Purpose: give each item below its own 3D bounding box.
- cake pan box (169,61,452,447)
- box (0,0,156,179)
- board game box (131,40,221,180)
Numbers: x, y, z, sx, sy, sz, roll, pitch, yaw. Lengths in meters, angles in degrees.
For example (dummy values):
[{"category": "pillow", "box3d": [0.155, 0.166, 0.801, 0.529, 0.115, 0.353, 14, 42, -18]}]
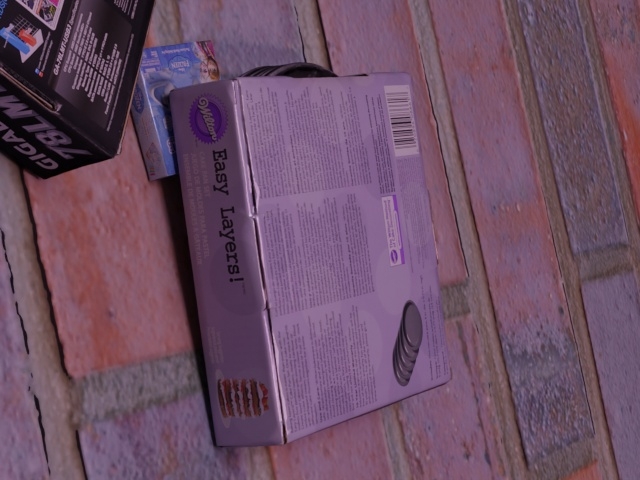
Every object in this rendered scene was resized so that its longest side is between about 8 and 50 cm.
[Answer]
[{"category": "cake pan box", "box3d": [0.000, 0.000, 1.127, 0.246, 0.070, 0.267, -14, 97, -58]}, {"category": "box", "box3d": [-0.210, -0.236, 0.918, 0.293, 0.073, 0.295, 38, 50, -42]}, {"category": "board game box", "box3d": [-0.098, -0.093, 1.078, 0.090, 0.020, 0.090, -20, 97, -56]}]
